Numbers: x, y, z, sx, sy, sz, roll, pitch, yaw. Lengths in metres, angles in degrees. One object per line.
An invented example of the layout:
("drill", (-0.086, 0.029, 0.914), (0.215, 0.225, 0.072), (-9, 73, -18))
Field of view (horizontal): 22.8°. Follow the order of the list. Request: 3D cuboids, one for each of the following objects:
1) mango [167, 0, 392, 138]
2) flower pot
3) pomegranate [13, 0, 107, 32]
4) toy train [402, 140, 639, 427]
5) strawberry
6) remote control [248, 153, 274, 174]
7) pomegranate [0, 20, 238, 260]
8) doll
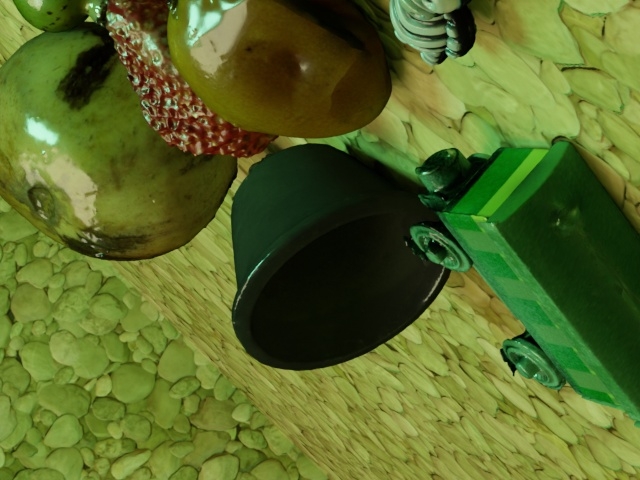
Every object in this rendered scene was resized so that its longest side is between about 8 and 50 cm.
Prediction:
("mango", (-0.037, -0.176, 1.473), (0.236, 0.166, 0.136), (28, -142, -26))
("flower pot", (0.000, 0.000, 1.762), (0.166, 0.269, 0.269), (60, 177, 35))
("pomegranate", (-0.305, -0.307, 1.884), (0.130, 0.130, 0.130), (40, 166, 13))
("toy train", (0.212, 0.032, 1.446), (0.301, 0.120, 0.202), (50, 161, -23))
("strawberry", (-0.101, -0.164, 1.583), (0.236, 0.175, 0.107), (1, -164, -44))
("remote control", (0.008, -0.017, 1.996), (0.247, 0.052, 0.104), (42, 165, 6))
("pomegranate", (-0.261, -0.123, 1.968), (0.322, 0.322, 0.322), (40, 166, 13))
("doll", (0.086, -0.197, 1.225), (0.091, 0.067, 0.219), (45, 165, 12))
